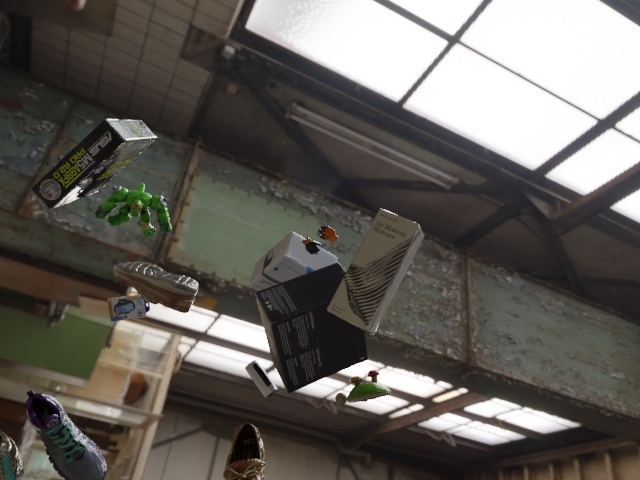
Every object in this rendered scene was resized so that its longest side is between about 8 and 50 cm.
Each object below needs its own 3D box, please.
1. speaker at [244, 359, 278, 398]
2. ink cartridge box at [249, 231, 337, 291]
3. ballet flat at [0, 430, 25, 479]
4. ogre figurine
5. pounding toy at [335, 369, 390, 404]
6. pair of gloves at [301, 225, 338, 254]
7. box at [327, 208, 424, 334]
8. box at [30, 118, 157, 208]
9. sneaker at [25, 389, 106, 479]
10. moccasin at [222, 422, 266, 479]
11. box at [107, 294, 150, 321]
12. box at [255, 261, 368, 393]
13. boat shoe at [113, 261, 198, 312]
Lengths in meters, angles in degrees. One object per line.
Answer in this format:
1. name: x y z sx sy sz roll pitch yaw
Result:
1. speaker: -0.212 0.497 1.948 0.136 0.055 0.055 50 -50 19
2. ink cartridge box: -0.114 0.126 2.183 0.307 0.223 0.129 -39 -152 47
3. ballet flat: -0.798 0.349 1.093 0.164 0.483 0.182 -43 149 -58
4. ogre figurine: -0.495 -0.085 1.457 0.097 0.197 0.118 -67 -178 -53
5. pounding toy: 0.177 0.608 2.268 0.237 0.183 0.110 -39 -125 50
6. pair of gloves: 0.000 0.000 1.315 0.083 0.074 0.010 -37 -128 5
7. box: 0.132 0.074 1.279 0.275 0.113 0.094 -63 156 -8
8. box: -0.495 -0.180 1.220 0.216 0.060 0.270 -41 -169 5
9. sneaker: -0.511 0.393 1.067 0.083 0.223 0.098 -41 167 -29
10. moccasin: -0.219 0.688 1.592 0.380 0.139 0.147 -84 168 -69
11. box: -0.673 0.236 1.914 0.028 0.136 0.081 -129 -146 -70
12. box: -0.024 0.299 1.863 0.179 0.312 0.343 -128 -156 -51
13. boat shoe: -0.548 0.153 1.769 0.123 0.324 0.116 -12 116 -62
